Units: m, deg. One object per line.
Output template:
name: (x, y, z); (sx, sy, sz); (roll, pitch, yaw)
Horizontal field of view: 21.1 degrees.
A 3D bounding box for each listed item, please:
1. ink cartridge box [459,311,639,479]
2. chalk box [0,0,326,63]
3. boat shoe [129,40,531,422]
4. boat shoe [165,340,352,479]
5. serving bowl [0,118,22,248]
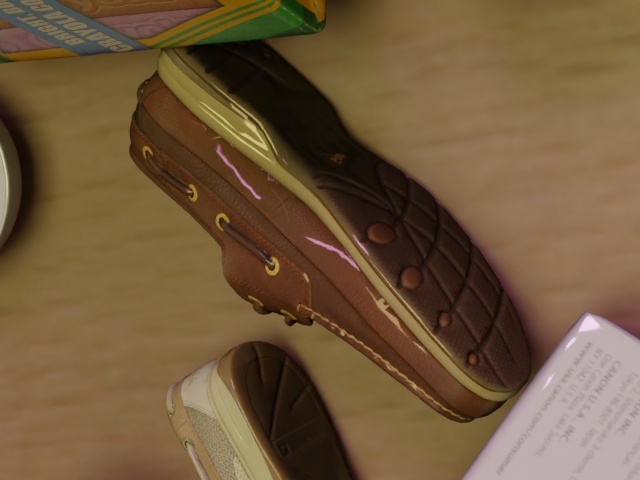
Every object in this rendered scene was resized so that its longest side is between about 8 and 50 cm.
ink cartridge box: (0.122, 0.162, 0.522); (0.232, 0.066, 0.189); (35, 87, 18)
chalk box: (-0.114, -0.140, 0.568); (0.213, 0.132, 0.132); (-1, 76, 27)
boat shoe: (0.000, 0.000, 0.597); (0.178, 0.064, 0.060); (46, 120, 19)
boat shoe: (-0.009, 0.114, 0.623); (0.048, 0.056, 0.153); (-30, 83, 36)
serving bowl: (-0.150, -0.025, 0.680); (0.083, 0.027, 0.083); (4, 100, 25)
